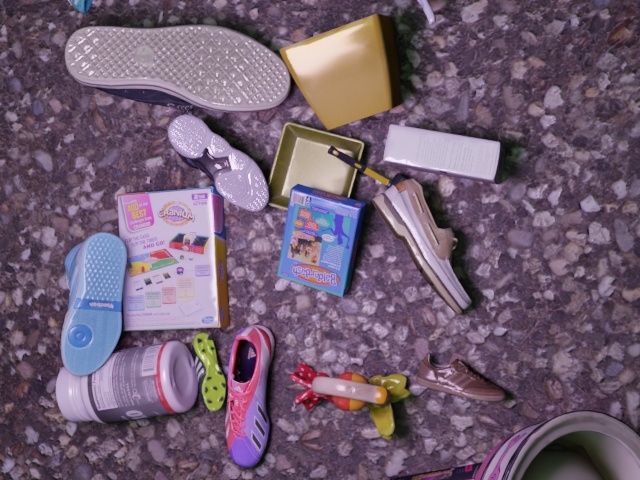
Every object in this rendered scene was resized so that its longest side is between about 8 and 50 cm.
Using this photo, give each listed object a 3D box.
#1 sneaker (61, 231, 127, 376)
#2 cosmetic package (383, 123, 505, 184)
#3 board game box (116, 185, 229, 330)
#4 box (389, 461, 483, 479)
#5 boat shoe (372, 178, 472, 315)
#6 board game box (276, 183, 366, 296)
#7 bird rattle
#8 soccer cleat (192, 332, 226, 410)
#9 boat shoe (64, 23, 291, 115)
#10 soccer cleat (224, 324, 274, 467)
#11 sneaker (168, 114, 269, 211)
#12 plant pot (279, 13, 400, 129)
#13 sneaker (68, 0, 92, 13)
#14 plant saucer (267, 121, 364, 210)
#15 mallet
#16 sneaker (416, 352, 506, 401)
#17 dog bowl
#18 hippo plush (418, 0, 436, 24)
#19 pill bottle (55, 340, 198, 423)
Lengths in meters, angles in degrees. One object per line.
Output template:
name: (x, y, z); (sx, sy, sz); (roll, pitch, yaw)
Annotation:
sneaker: (-0.524, 0.142, 2.043); (0.127, 0.208, 0.318); (16, 82, -25)
cosmetic package: (0.256, -0.176, 1.861); (0.231, 0.117, 0.085); (10, 91, 17)
board game box: (-0.335, 0.044, 2.055); (0.242, 0.064, 0.316); (-3, 89, 16)
box: (0.271, 0.557, 1.836); (0.271, 0.143, 0.165); (-14, 86, 16)
boat shoe: (0.233, 0.011, 1.866); (0.103, 0.113, 0.302); (-34, 92, -3)
board game box: (0.000, 0.000, 1.935); (0.160, 0.047, 0.210); (18, 114, 15)
bird rattle: (0.058, 0.307, 1.879); (0.254, 0.207, 0.143); (19, 76, 6)
soccer cleat: (-0.252, 0.295, 2.022); (0.060, 0.072, 0.178); (-6, 74, -22)
boat shoe: (-0.309, -0.380, 2.012); (0.501, 0.156, 0.186); (7, 86, 4)
soccer cleat: (-0.167, 0.345, 1.977); (0.109, 0.116, 0.318); (7, 91, 16)
sneaker: (-0.222, -0.169, 1.994); (0.268, 0.153, 0.101); (43, 86, -8)
plant pot: (0.064, -0.343, 1.881); (0.212, 0.212, 0.187); (-17, 97, 15)
sneaker: (-0.476, -0.626, 2.100); (0.275, 0.107, 0.110); (-24, 102, 19)
plant saucer: (-0.011, -0.145, 1.974); (0.188, 0.045, 0.188); (17, 94, 16)
mallet: (0.096, -0.138, 1.916); (0.190, 0.039, 0.062); (22, 99, -8)
sneaker: (0.295, 0.284, 1.871); (0.189, 0.066, 0.071); (10, 91, 15)
dog bowl: (0.455, 0.523, 1.689); (0.408, 0.150, 0.407); (4, 79, -24)
hippo plush: (0.116, -0.616, 1.891); (0.237, 0.234, 0.294); (-5, 131, 33)
pill bottle: (-0.435, 0.325, 2.032); (0.283, 0.161, 0.161); (-11, 86, 16)
